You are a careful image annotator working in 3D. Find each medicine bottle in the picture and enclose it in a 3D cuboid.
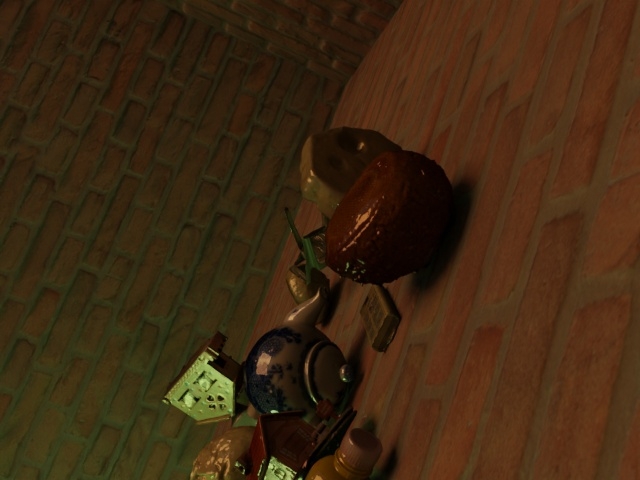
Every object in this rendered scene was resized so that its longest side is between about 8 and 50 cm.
[{"bbox_3d":[-0.258,0.621,2.547,0.161,0.111,0.296,-53,11,1],"label":"medicine bottle"},{"bbox_3d":[0.036,0.436,1.232,0.122,0.122,0.212,-91,26,-69],"label":"medicine bottle"}]

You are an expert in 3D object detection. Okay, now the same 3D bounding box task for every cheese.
[{"bbox_3d":[0.100,-0.159,1.754,0.326,0.318,0.115,-32,-23,-39],"label":"cheese"}]

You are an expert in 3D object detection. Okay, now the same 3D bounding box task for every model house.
[{"bbox_3d":[-0.063,0.432,1.424,0.207,0.154,0.293,-42,-22,-45],"label":"model house"},{"bbox_3d":[-0.370,0.503,2.449,0.326,0.244,0.169,-49,7,23],"label":"model house"}]

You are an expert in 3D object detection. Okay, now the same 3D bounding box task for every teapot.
[{"bbox_3d":[-0.034,0.322,1.643,0.280,0.252,0.423,-11,72,36],"label":"teapot"}]

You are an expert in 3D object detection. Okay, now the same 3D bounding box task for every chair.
[{"bbox_3d":[0.000,0.000,2.036,0.190,0.203,0.274,42,152,39],"label":"chair"}]

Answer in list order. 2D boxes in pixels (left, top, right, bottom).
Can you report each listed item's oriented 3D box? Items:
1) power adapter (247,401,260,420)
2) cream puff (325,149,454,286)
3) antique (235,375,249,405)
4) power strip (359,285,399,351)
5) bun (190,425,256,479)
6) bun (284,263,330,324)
[{"bbox_3d":[-0.132,0.455,2.154,0.130,0.125,0.204,-82,16,-61],"label":"power adapter"},{"bbox_3d":[0.153,-0.037,1.429,0.303,0.212,0.303,-54,14,21],"label":"cream puff"},{"bbox_3d":[-0.196,0.492,2.368,0.148,0.152,0.146,119,170,-46],"label":"antique"},{"bbox_3d":[0.131,0.167,1.595,0.268,0.034,0.092,-104,37,-75],"label":"power strip"},{"bbox_3d":[-0.271,0.707,2.043,0.352,0.227,0.349,-60,10,31],"label":"bun"},{"bbox_3d":[-0.024,0.160,2.183,0.128,0.222,0.222,-27,12,0],"label":"bun"}]
